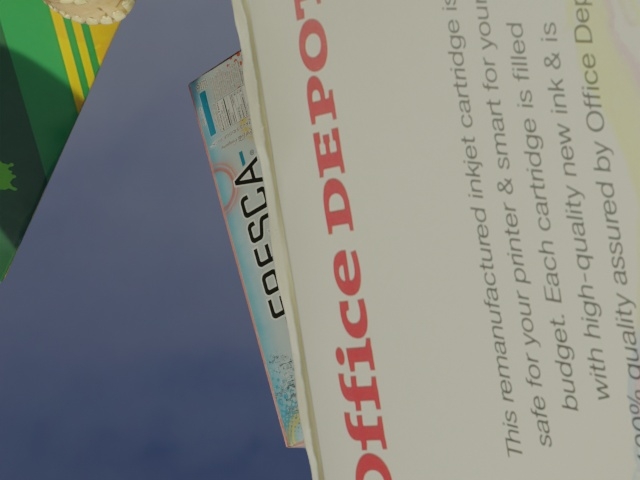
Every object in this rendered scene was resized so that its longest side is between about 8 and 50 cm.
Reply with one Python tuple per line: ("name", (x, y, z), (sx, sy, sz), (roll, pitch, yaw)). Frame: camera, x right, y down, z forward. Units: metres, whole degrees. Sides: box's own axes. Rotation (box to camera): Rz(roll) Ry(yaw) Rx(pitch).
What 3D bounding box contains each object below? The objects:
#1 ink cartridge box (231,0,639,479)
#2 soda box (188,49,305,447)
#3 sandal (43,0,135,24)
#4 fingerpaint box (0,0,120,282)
("ink cartridge box", (0.088, -0.012, 0.361), (0.093, 0.154, 0.212), (-8, 179, -42))
("soda box", (0.000, 0.000, 0.839), (0.063, 0.058, 0.183), (10, -121, -51))
("sandal", (-0.082, -0.123, 0.707), (0.088, 0.079, 0.240), (-16, -173, 25))
("fingerpaint box", (-0.217, -0.264, 1.311), (0.163, 0.371, 0.445), (18, -138, -16))
